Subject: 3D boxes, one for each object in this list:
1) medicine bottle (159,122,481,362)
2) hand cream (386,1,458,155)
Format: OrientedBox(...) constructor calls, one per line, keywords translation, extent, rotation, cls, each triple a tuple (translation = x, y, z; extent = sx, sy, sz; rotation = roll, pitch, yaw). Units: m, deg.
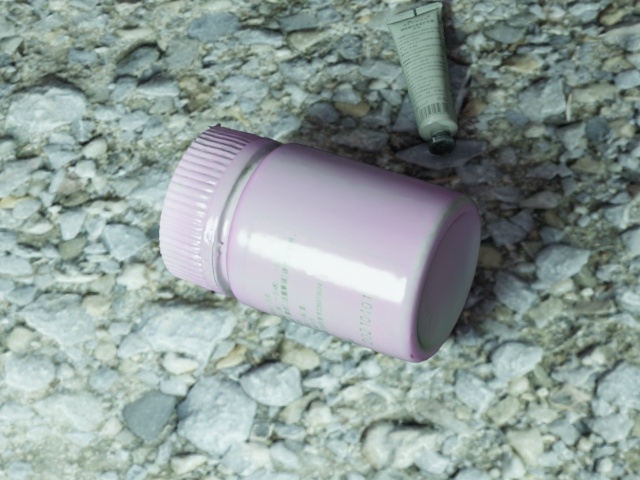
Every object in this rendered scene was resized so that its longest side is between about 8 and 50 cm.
OrientedBox(translation=(0.000, 0.000, 1.627), extent=(0.291, 0.178, 0.178), rotation=(17, 70, 23), cls="medicine bottle")
OrientedBox(translation=(0.118, -0.179, 1.764), extent=(0.067, 0.042, 0.194), rotation=(-18, 56, 15), cls="hand cream")
